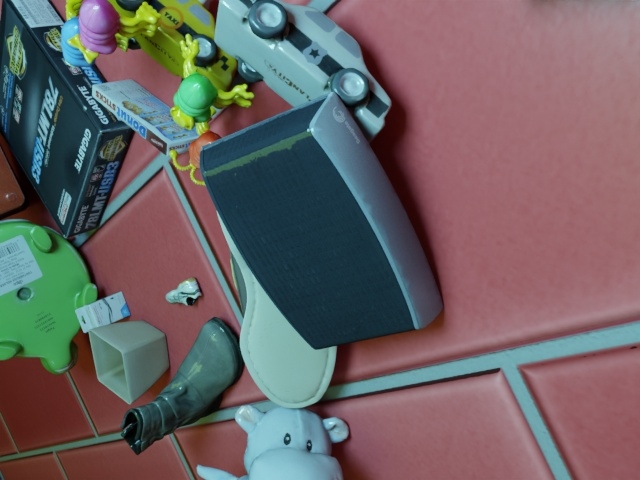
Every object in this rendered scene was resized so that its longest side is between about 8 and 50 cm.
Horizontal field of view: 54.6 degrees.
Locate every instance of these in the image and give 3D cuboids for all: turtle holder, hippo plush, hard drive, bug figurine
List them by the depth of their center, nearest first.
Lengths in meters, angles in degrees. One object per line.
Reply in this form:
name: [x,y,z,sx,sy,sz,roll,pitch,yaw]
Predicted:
hard drive: [0.000,0.000,0.609,0.172,0.054,0.255,-16,118,28]
bug figurine: [-0.191,-0.176,0.683,0.279,0.072,0.216,40,162,-8]
hippo plush: [-0.026,0.340,0.814,0.294,0.234,0.236,-108,37,-66]
turtle holder: [-0.558,0.102,1.207,0.320,0.243,0.227,41,166,-31]

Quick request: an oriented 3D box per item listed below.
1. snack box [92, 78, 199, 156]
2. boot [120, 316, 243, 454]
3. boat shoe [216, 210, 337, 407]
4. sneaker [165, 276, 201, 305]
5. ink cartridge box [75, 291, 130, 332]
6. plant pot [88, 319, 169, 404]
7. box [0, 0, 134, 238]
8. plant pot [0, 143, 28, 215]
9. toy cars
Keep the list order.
snack box: [-0.235,-0.171,0.847,0.178,0.064,0.022,37,129,27]
boot: [-0.215,0.233,0.941,0.083,0.161,0.246,43,133,22]
boat shoe: [-0.050,0.049,0.740,0.116,0.097,0.324,-11,114,2]
sneaker: [-0.215,0.089,0.970,0.083,0.032,0.037,-36,82,48]
ink cartridge box: [-0.398,0.132,1.135,0.028,0.083,0.048,-14,98,48]
plant pot: [-0.329,0.201,1.089,0.109,0.096,0.109,19,121,38]
box: [-0.446,-0.201,1.042,0.293,0.073,0.295,55,138,13]
plant pot: [-0.697,-0.121,1.139,0.236,0.267,0.267,10,123,51]
toy cars: [-0.084,-0.211,0.656,0.393,0.087,0.176,25,159,34]
